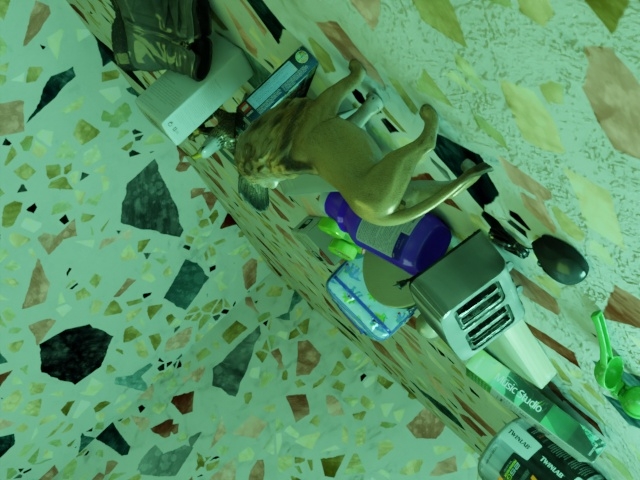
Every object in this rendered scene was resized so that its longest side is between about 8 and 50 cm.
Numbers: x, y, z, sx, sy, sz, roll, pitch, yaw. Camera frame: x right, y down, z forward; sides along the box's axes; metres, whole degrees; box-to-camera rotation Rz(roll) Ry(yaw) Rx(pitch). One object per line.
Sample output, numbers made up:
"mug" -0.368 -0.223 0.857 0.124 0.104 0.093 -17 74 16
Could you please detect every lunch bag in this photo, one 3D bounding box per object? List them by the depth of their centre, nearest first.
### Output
"lunch bag" 0.130 0.135 2.314 0.219 0.176 0.090 47 171 3

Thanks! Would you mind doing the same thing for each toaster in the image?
"toaster" 0.248 0.097 1.581 0.110 0.186 0.168 52 176 42

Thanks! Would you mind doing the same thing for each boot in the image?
"boot" -0.322 -0.493 1.850 0.223 0.118 0.338 9 124 29

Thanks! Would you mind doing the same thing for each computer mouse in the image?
"computer mouse" 0.318 0.021 1.395 0.071 0.041 0.242 49 171 -20

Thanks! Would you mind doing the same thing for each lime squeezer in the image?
"lime squeezer" 0.506 0.231 1.464 0.310 0.059 0.110 49 141 -6

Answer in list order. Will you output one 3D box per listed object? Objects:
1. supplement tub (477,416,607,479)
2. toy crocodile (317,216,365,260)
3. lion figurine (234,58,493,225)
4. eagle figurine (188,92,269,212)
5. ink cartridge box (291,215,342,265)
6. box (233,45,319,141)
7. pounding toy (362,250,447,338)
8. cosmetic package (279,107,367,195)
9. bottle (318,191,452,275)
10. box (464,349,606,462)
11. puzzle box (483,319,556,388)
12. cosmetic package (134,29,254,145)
"supplement tub" 0.571 0.610 2.271 0.338 0.207 0.207 39 168 36
"toy crocodile" 0.073 -0.035 2.043 0.105 0.115 0.340 22 165 20
"lion figurine" 0.047 -0.119 1.386 0.392 0.240 0.142 38 167 41
"eagle figurine" -0.184 -0.225 2.063 0.298 0.225 0.226 32 176 30
"ink cartridge box" 0.000 0.000 2.644 0.127 0.072 0.175 48 170 -13
"box" -0.085 -0.251 1.671 0.044 0.159 0.233 45 171 -1
"pounding toy" 0.202 0.067 1.795 0.110 0.183 0.237 20 -160 -51
"cosmetic package" -0.003 -0.157 1.684 0.238 0.107 0.127 1 115 61
"bottle" 0.113 -0.032 1.760 0.283 0.118 0.092 28 178 40
"box" 0.456 0.359 1.997 0.322 0.058 0.232 36 175 14
"puzzle box" 0.294 0.132 1.942 0.272 0.052 0.409 51 170 -33
"cosmetic package" -0.265 -0.323 1.945 0.117 0.231 0.085 41 169 35
